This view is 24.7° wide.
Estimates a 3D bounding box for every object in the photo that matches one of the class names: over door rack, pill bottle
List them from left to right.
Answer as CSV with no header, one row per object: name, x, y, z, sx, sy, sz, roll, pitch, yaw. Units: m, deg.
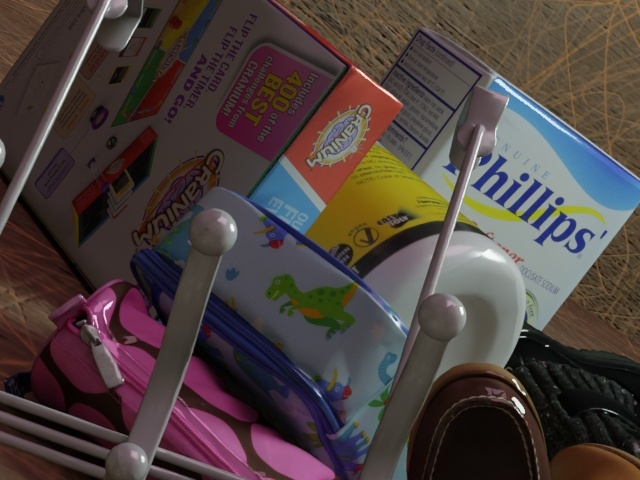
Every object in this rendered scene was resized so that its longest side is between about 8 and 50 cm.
over door rack,-0.046,-0.010,0.710,0.239,0.108,0.324,20,50,-1
pill bottle,0.000,0.000,1.215,0.188,0.188,0.334,26,13,-47

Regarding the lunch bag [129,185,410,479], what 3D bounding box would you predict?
lunch bag,-0.016,0.075,0.879,0.176,0.090,0.219,37,-17,31

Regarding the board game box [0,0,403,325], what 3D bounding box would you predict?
board game box,-0.115,-0.091,1.084,0.064,0.242,0.316,29,12,-47

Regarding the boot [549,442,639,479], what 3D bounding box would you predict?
boot,0.146,0.170,0.893,0.152,0.073,0.197,19,16,-24

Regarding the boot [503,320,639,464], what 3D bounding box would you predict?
boot,0.301,0.213,1.428,0.348,0.131,0.260,21,14,-38

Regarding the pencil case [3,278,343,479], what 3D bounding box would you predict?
pencil case,-0.059,0.111,0.762,0.209,0.095,0.098,37,-26,16

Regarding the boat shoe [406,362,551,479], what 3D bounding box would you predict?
boat shoe,0.079,0.164,0.722,0.073,0.207,0.073,-2,24,2

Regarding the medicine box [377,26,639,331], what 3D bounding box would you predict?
medicine box,0.140,-0.024,1.515,0.263,0.289,0.149,29,12,-36
